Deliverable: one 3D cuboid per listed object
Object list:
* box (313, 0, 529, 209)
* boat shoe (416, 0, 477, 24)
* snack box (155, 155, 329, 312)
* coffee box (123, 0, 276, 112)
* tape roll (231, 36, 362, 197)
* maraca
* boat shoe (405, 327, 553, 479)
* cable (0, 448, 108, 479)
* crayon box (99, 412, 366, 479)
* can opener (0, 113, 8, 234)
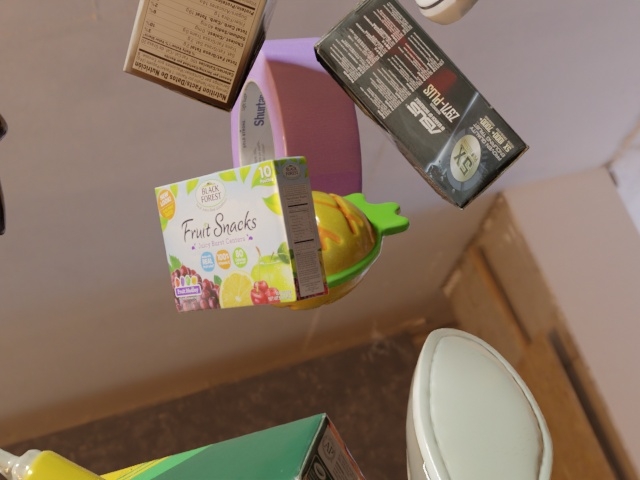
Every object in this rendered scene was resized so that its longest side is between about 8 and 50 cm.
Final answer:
[{"bbox_3d":[0.081,-0.120,0.949,0.077,0.180,0.147,-42,4,4],"label":"box"},{"bbox_3d":[0.093,-0.272,0.829,0.076,0.226,0.083,25,-24,-31],"label":"boat shoe"},{"bbox_3d":[-0.060,-0.002,0.814,0.037,0.100,0.141,-9,0,-44],"label":"snack box"},{"bbox_3d":[-0.082,-0.297,1.056,0.119,0.168,0.297,20,-50,-4],"label":"coffee box"},{"bbox_3d":[-0.035,-0.102,1.326,0.090,0.275,0.275,-6,-27,-15],"label":"tape roll"},{"bbox_3d":[0.000,0.000,0.999,0.185,0.127,0.099,-33,-47,-43],"label":"maraca"},{"bbox_3d":[0.106,0.191,0.756,0.109,0.305,0.091,13,-51,-18],"label":"boat shoe"},{"bbox_3d":[-0.060,0.191,0.568,0.287,0.139,0.072,11,-43,-2],"label":"cable"},{"bbox_3d":[-0.058,0.369,1.082,0.313,0.363,0.106,-19,22,25],"label":"crayon box"},{"bbox_3d":[-0.363,-0.076,1.167,0.059,0.186,0.073,-28,-28,27],"label":"can opener"}]
